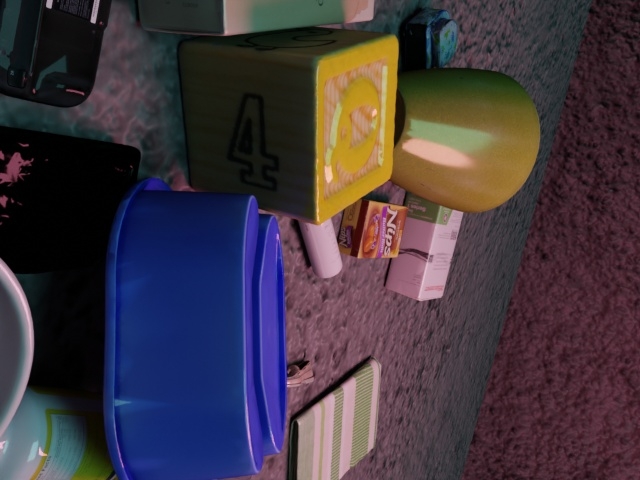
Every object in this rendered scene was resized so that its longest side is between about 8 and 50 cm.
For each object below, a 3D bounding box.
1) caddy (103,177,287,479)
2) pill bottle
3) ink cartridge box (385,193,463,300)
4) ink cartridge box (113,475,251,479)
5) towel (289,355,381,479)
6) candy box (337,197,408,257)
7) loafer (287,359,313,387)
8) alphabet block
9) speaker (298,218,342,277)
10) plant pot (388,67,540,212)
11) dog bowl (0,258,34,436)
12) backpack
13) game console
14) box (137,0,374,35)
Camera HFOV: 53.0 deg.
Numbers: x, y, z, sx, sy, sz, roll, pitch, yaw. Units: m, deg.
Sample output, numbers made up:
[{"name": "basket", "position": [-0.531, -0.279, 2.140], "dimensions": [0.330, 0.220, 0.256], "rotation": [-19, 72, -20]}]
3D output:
[{"name": "caddy", "position": [-0.142, 0.100, 0.690], "dimensions": [0.241, 0.179, 0.342], "rotation": [49, 38, -78]}, {"name": "pill bottle", "position": [-0.283, 0.196, 0.633], "dimensions": [0.184, 0.103, 0.103], "rotation": [34, 74, -59]}, {"name": "ink cartridge box", "position": [0.237, 0.016, 1.455], "dimensions": [0.160, 0.092, 0.220], "rotation": [4, 100, -60]}, {"name": "ink cartridge box", "position": [-0.168, 0.268, 0.908], "dimensions": [0.303, 0.072, 0.307], "rotation": [39, 72, -58]}, {"name": "towel", "position": [0.035, 0.408, 1.362], "dimensions": [0.324, 0.038, 0.248], "rotation": [-23, 122, -52]}, {"name": "candy box", "position": [0.104, -0.024, 1.249], "dimensions": [0.186, 0.053, 0.109], "rotation": [0, 103, -61]}, {"name": "loafer", "position": [-0.048, 0.235, 1.131], "dimensions": [0.125, 0.045, 0.039], "rotation": [16, 73, -67]}, {"name": "alphabet block", "position": [-0.034, -0.154, 0.794], "dimensions": [0.192, 0.197, 0.194], "rotation": [-37, 134, -48]}, {"name": "speaker", "position": [0.000, 0.000, 1.075], "dimensions": [0.055, 0.055, 0.136], "rotation": [-53, 145, -33]}, {"name": "plant pot", "position": [0.193, -0.192, 1.141], "dimensions": [0.293, 0.274, 0.275], "rotation": [1, 104, -44]}, {"name": "dog bowl", "position": [-0.344, 0.084, 0.430], "dimensions": [0.265, 0.104, 0.265], "rotation": [-31, 134, -39]}, {"name": "backpack", "position": [0.215, -0.385, 1.228], "dimensions": [0.114, 0.084, 0.105], "rotation": [-54, 148, -36]}, {"name": "game console", "position": [-0.245, -0.144, 0.593], "dimensions": [0.213, 0.044, 0.362], "rotation": [-1, 106, -60]}, {"name": "box", "position": [-0.059, -0.323, 0.744], "dimensions": [0.311, 0.121, 0.148], "rotation": [-32, 129, -51]}]
